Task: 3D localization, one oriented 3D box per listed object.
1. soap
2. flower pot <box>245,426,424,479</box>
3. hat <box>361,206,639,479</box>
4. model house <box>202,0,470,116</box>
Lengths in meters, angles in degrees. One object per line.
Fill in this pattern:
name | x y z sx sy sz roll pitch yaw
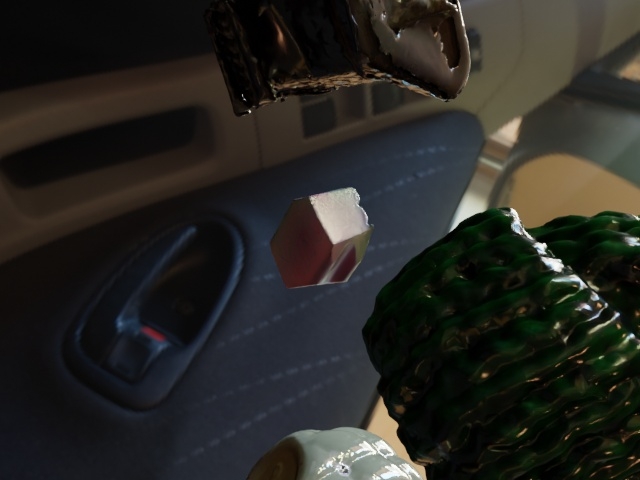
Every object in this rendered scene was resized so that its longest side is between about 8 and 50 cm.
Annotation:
soap | 0.000 0.000 1.132 0.056 0.100 0.149 -11 154 -28
flower pot | 0.012 0.340 1.174 0.246 0.195 0.246 -44 -156 25
hat | 0.220 0.063 0.679 0.332 0.242 0.274 -36 134 10
model house | -0.007 -0.182 0.670 0.141 0.164 0.203 -30 119 -40
